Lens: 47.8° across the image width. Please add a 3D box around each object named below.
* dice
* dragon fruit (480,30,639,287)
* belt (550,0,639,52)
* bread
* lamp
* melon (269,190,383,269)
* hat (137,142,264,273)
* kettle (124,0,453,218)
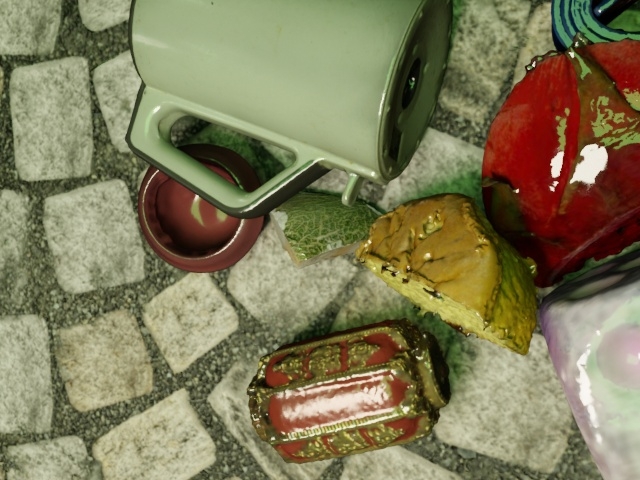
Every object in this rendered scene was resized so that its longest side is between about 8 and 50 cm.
[{"bbox_3d":[0.421,0.143,0.813,0.271,0.270,0.270,-25,86,18],"label":"dice"},{"bbox_3d":[0.321,-0.092,0.865,0.343,0.100,0.282,-36,94,32],"label":"dragon fruit"},{"bbox_3d":[0.447,-0.320,0.860,0.347,0.117,0.212,-29,84,17],"label":"belt"},{"bbox_3d":[0.169,0.027,0.911,0.160,0.260,0.147,38,81,-26],"label":"bread"},{"bbox_3d":[0.039,0.207,0.997,0.274,0.177,0.177,-16,88,16],"label":"lamp"},{"bbox_3d":[-0.001,-0.002,1.027,0.202,0.139,0.093,9,118,14],"label":"melon"},{"bbox_3d":[-0.177,-0.049,1.087,0.205,0.089,0.205,1,95,13],"label":"hat"},{"bbox_3d":[-0.059,-0.203,0.961,0.376,0.250,0.361,20,96,18],"label":"kettle"}]
